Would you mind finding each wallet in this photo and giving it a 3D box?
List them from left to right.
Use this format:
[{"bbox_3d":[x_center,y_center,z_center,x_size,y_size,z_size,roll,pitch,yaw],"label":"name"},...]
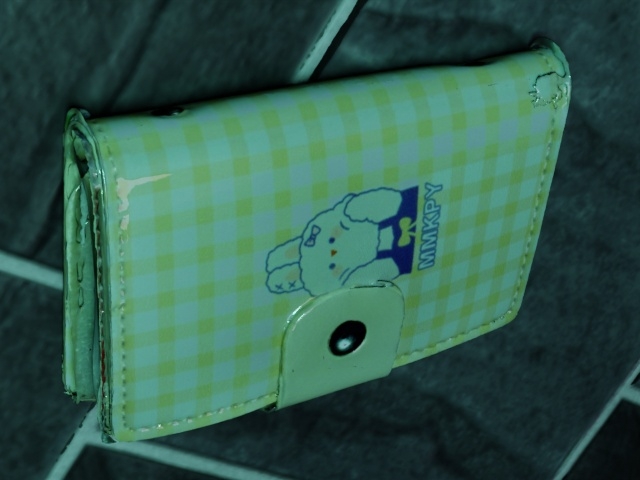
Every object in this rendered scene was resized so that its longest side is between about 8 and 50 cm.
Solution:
[{"bbox_3d":[0.000,0.000,0.867,0.310,0.077,0.223,-11,121,-25],"label":"wallet"}]
